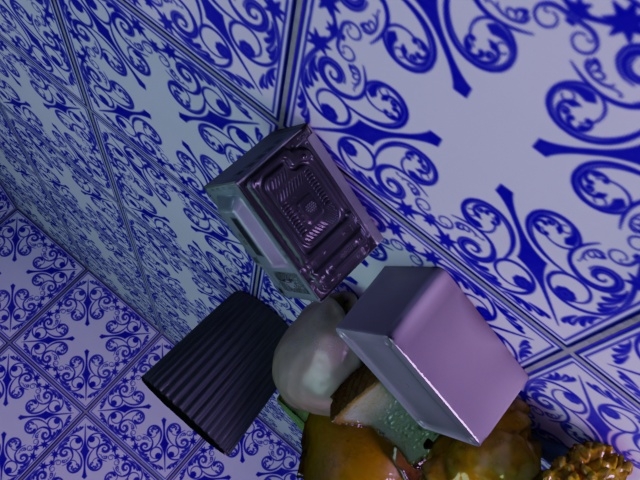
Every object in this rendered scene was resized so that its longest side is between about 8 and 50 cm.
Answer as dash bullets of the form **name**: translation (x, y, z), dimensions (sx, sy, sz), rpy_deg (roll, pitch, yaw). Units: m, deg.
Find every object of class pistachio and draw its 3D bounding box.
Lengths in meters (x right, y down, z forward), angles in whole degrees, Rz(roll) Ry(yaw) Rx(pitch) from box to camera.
- **pistachio**: translation (0.017, 0.220, 1.317), dimensions (0.331, 0.208, 0.226), rpy_deg (113, 144, -55)

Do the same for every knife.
- **knife**: translation (0.337, 0.325, 1.190), dimensions (0.244, 0.032, 0.058), rpy_deg (29, 155, 40)

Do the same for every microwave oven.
- **microwave oven**: translation (-0.036, -0.036, 0.958), dimensions (0.208, 0.162, 0.122), rpy_deg (55, 155, -20)

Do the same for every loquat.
- **loquat**: translation (0.123, 0.481, 1.494), dimensions (0.360, 0.328, 0.328), rpy_deg (-1, 158, -8)

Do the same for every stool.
- **stool**: translation (-0.241, 0.328, 1.750), dimensions (0.297, 0.330, 0.297), rpy_deg (35, 158, 17)

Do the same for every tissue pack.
- **tissue pack**: translation (0.168, 0.174, 1.035), dimensions (0.246, 0.136, 0.159), rpy_deg (50, 157, -20)

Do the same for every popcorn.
- **popcorn**: translation (0.268, 0.379, 1.126), dimensions (0.191, 0.254, 0.190), rpy_deg (52, -166, -3)

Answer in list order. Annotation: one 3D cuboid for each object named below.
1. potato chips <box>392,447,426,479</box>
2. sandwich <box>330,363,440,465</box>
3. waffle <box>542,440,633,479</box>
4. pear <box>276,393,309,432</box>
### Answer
- **potato chips**: translation (0.244, 0.399, 1.318), dimensions (0.195, 0.208, 0.062), rpy_deg (20, -162, 1)
- **sandwich**: translation (0.149, 0.292, 1.199), dimensions (0.215, 0.186, 0.065), rpy_deg (38, -157, -23)
- **waffle**: translation (0.376, 0.389, 1.014), dimensions (0.070, 0.197, 0.193), rpy_deg (49, 156, 45)
- **pear**: translation (0.034, 0.467, 1.786), dimensions (0.292, 0.159, 0.292), rpy_deg (39, 159, 18)
